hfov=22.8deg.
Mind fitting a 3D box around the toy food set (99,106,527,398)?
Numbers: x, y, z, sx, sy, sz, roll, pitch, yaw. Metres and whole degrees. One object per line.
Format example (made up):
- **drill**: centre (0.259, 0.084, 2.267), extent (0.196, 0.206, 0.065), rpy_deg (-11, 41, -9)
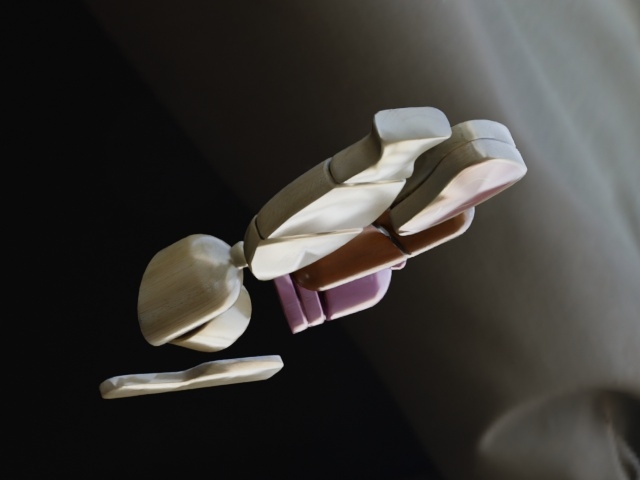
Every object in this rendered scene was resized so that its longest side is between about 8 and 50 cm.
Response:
- **toy food set**: centre (0.000, 0.000, 0.364), extent (0.122, 0.078, 0.019), rpy_deg (-38, -115, 39)
